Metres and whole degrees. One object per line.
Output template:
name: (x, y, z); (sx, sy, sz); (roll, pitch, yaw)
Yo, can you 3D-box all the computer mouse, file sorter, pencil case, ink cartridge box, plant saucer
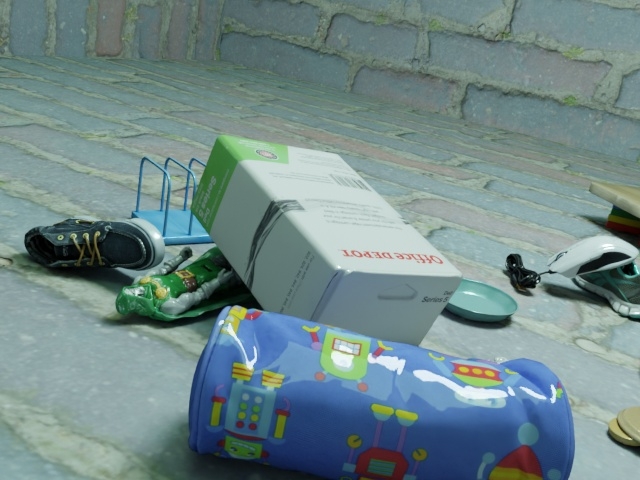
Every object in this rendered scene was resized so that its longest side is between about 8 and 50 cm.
computer mouse: (0.385, 0.025, 1.084); (0.193, 0.042, 0.106); (-16, 16, 11)
file sorter: (-0.180, -0.065, 1.064); (0.170, 0.104, 0.118); (-4, 23, -35)
pencil case: (0.049, 0.133, 0.580); (0.306, 0.119, 0.133); (10, 43, -2)
ink cartridge box: (0.000, 0.000, 0.829); (0.198, 0.114, 0.273); (4, 33, -41)
plant saucer: (0.210, 0.084, 0.966); (0.119, 0.021, 0.119); (9, 19, -3)

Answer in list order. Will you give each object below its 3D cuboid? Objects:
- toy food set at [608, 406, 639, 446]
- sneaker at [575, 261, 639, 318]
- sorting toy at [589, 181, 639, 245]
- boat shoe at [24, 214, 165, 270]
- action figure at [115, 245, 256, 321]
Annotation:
toy food set: (0.341, 0.196, 0.711); (0.083, 0.020, 0.083); (-8, 26, -44)
sneaker: (0.463, 0.056, 1.100); (0.065, 0.076, 0.166); (5, 19, -20)
sorting toy: (0.743, -0.036, 1.502); (0.256, 0.089, 0.257); (5, 20, -15)
boat shoe: (-0.274, 0.010, 0.849); (0.183, 0.065, 0.083); (6, 18, 36)
action figure: (-0.141, 0.047, 0.832); (0.137, 0.063, 0.232); (26, 28, 32)
